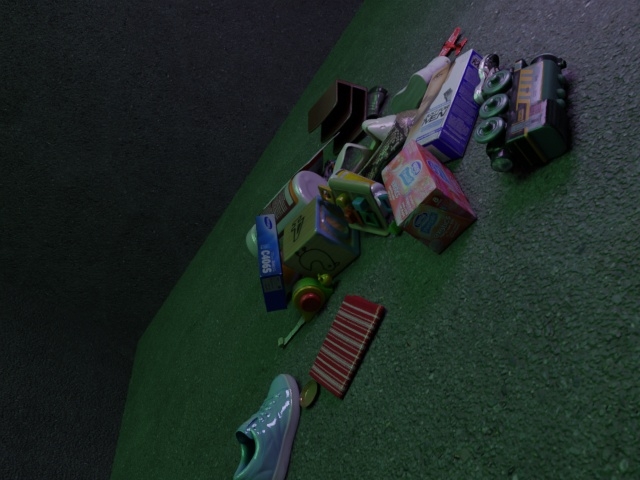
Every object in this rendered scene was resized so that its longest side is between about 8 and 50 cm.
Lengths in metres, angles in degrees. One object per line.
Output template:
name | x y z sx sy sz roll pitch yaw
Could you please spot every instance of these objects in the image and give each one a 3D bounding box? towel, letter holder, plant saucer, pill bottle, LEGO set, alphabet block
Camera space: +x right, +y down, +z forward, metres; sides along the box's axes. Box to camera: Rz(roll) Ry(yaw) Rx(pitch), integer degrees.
towel | 0.074 0.289 1.460 0.275 0.031 0.199 -63 24 -8
letter holder | 0.068 -0.530 2.288 0.302 0.152 0.214 150 126 -61
plant saucer | -0.030 0.445 1.495 0.083 0.015 0.083 -46 26 30
pill bottle | -0.137 0.128 2.001 0.208 0.117 0.117 -62 22 -7
LEGO set | 0.027 -0.255 2.275 0.244 0.060 0.182 -64 20 18
pill bottle | -0.122 -0.081 2.104 0.392 0.224 0.224 -42 27 35
alphabet block | 0.000 0.000 1.771 0.197 0.192 0.193 -44 28 34
pill bottle | 0.131 -0.150 1.695 0.215 0.117 0.117 27 85 33

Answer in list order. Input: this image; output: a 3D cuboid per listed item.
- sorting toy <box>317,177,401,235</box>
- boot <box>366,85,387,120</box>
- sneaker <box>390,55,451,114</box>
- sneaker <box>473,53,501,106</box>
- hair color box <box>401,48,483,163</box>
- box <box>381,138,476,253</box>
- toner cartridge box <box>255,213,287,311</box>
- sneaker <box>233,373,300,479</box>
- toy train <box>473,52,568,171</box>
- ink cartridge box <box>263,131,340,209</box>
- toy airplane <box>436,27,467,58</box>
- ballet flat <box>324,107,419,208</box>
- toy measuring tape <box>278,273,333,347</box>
sorting toy | 0.112 -0.098 1.608 0.348 0.196 0.047 16 52 46
boot | 0.192 -0.574 2.278 0.246 0.083 0.161 -6 61 65
sneaker | 0.369 -0.543 1.850 0.169 0.108 0.292 -39 0 -17
sneaker | 0.506 -0.469 1.499 0.077 0.072 0.178 -8 61 48
hair color box | 0.388 -0.396 1.584 0.185 0.110 0.339 -16 46 61
box | 0.281 -0.127 1.395 0.142 0.154 0.300 -48 23 25
toner cartridge box | -0.175 0.071 1.821 0.348 0.075 0.165 -103 7 -52
sneaker | -0.159 0.530 1.477 0.135 0.150 0.366 -41 28 35
toy train | 0.489 -0.309 1.232 0.190 0.142 0.334 -15 44 43
ink cartridge box | -0.060 -0.278 2.270 0.385 0.091 0.308 -38 9 45
toy airplane | 0.485 -0.715 1.895 0.151 0.028 0.151 -47 26 30
ballet flat | 0.173 -0.302 1.809 0.483 0.182 0.164 -52 15 14
toy measuring tape | -0.079 0.228 1.753 0.330 0.121 0.121 -50 23 20
